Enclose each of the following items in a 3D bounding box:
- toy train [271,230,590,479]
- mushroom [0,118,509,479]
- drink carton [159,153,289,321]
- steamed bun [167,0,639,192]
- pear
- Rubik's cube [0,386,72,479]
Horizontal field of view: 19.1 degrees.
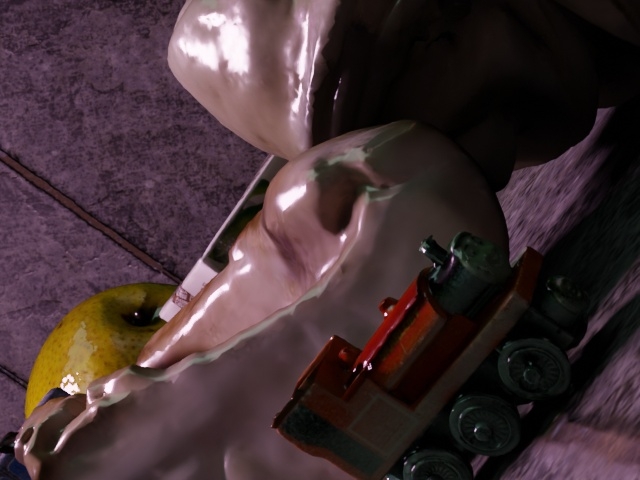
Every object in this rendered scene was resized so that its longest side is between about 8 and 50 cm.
[{"bbox_3d":[0.065,0.068,1.032,0.176,0.118,0.074,-54,5,34],"label":"toy train"},{"bbox_3d":[0.012,0.075,1.276,0.397,0.224,0.314,-44,-7,28],"label":"mushroom"},{"bbox_3d":[0.011,-0.006,1.864,0.324,0.194,0.132,-58,3,-40],"label":"drink carton"},{"bbox_3d":[0.084,-0.150,1.346,0.339,0.352,0.247,120,151,-47],"label":"steamed bun"},{"bbox_3d":[-0.174,0.180,1.967,0.294,0.294,0.294,-54,3,5],"label":"pear"},{"bbox_3d":[-0.242,0.326,1.758,0.238,0.237,0.237,-53,2,37],"label":"Rubik's cube"}]
